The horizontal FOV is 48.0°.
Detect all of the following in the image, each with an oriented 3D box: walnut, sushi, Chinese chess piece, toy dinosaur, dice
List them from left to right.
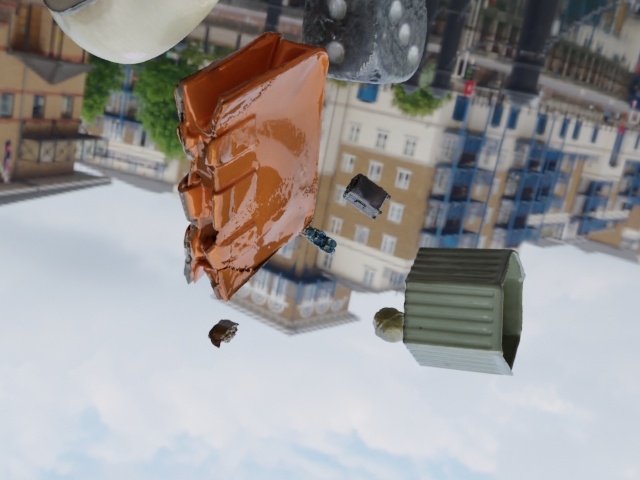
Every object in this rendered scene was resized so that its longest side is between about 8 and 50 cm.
[{"bbox_3d":[-0.265,-0.430,1.076,0.338,0.338,0.141,24,173,46],"label":"Chinese chess piece"},{"bbox_3d":[-0.219,0.208,1.643,0.055,0.052,0.120,32,-176,1],"label":"sushi"},{"bbox_3d":[0.000,0.000,1.363,0.083,0.030,0.047,38,175,-19],"label":"toy dinosaur"},{"bbox_3d":[0.083,-0.395,1.353,0.182,0.183,0.182,17,-159,37],"label":"dice"},{"bbox_3d":[0.157,0.189,1.613,0.092,0.092,0.092,11,-167,-2],"label":"walnut"}]

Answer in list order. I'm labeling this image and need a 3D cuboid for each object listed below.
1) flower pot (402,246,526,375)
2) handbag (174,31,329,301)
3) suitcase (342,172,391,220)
[{"bbox_3d":[0.273,0.129,1.356,0.190,0.209,0.239,2,-147,26],"label":"flower pot"},{"bbox_3d":[-0.119,-0.126,1.231,0.116,0.410,0.303,26,-136,22],"label":"handbag"},{"bbox_3d":[0.130,-0.126,2.056,0.126,0.086,0.059,35,150,-7],"label":"suitcase"}]
